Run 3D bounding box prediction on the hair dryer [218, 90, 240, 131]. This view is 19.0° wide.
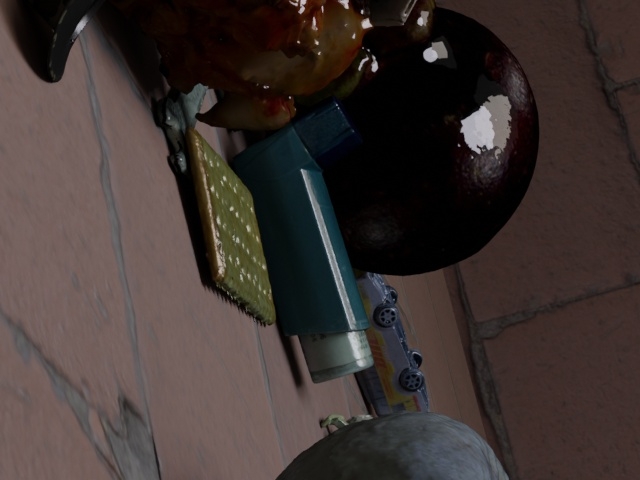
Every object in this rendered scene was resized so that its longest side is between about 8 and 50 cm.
[{"bbox_3d":[-0.079,-0.147,1.901,0.150,0.047,0.071,-140,-146,-85],"label":"hair dryer"}]

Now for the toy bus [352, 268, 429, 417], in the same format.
[{"bbox_3d":[0.068,0.117,2.185,0.064,0.075,0.191,-92,162,-68],"label":"toy bus"}]

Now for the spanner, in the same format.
[{"bbox_3d":[-0.112,-0.124,1.658,0.302,0.017,0.071,-84,156,-70],"label":"spanner"}]

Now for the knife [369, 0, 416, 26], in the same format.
[{"bbox_3d":[-0.028,-0.227,1.697,0.365,0.043,0.089,11,-83,54],"label":"knife"}]

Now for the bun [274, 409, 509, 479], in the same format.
[{"bbox_3d":[0.060,0.292,1.252,0.362,0.211,0.362,-20,90,-84],"label":"bun"}]

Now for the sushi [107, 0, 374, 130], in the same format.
[{"bbox_3d":[-0.083,-0.216,1.488,0.343,0.196,0.182,45,43,-54],"label":"sushi"}]

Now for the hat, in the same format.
[{"bbox_3d":[-0.161,-0.160,1.231,0.050,0.121,0.121,34,13,-3],"label":"hat"}]

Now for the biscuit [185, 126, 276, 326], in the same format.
[{"bbox_3d":[-0.074,-0.005,1.633,0.231,0.016,0.139,54,24,-74],"label":"biscuit"}]

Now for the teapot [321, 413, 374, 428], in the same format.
[{"bbox_3d":[0.035,0.197,1.876,0.083,0.064,0.064,40,6,-9],"label":"teapot"}]

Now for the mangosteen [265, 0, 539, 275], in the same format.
[{"bbox_3d":[0.086,-0.124,1.961,0.297,0.296,0.313,-95,-170,-57],"label":"mangosteen"}]

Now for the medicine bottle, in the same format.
[{"bbox_3d":[0.000,0.000,1.801,0.079,0.124,0.258,7,69,-85],"label":"medicine bottle"}]
